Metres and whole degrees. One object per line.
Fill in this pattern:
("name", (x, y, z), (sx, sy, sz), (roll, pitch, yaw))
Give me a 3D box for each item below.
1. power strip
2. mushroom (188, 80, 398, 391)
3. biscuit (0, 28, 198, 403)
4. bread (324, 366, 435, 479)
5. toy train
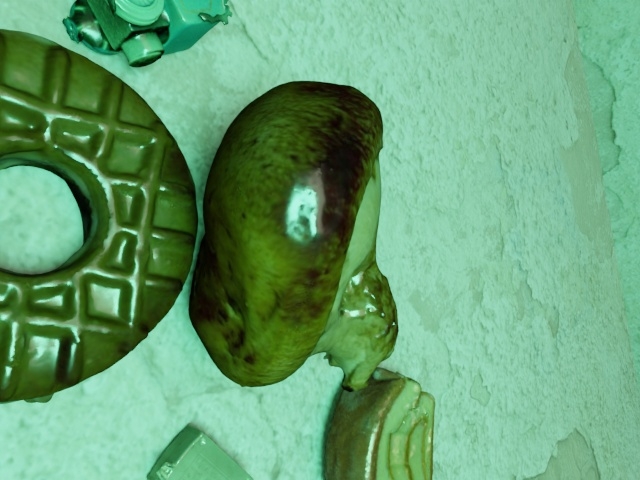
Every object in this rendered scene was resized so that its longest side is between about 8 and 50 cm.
("power strip", (-0.129, 0.301, 0.543), (0.075, 0.042, 0.175), (-50, 118, -32))
("mushroom", (0.000, 0.000, 0.519), (0.259, 0.345, 0.346), (22, 68, 0))
("biscuit", (-0.268, -0.023, 0.413), (0.331, 0.103, 0.332), (3, 85, -40))
("bread", (0.093, 0.308, 0.684), (0.190, 0.123, 0.245), (5, 82, -39))
("toy train", (-0.205, -0.302, 0.489), (0.163, 0.112, 0.203), (-39, 112, -43))
